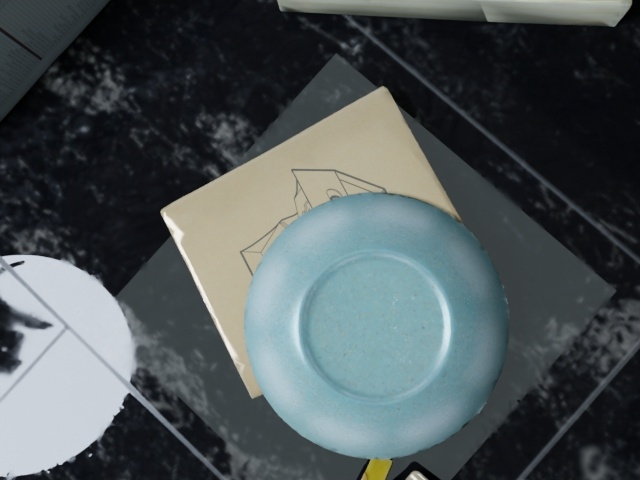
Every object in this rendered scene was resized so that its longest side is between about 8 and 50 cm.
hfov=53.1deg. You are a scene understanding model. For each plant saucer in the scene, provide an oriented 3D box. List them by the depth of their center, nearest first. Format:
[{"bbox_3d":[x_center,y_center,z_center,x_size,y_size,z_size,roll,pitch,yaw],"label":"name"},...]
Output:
[{"bbox_3d":[0.039,0.059,0.452,0.194,0.037,0.195,0,85,4],"label":"plant saucer"}]

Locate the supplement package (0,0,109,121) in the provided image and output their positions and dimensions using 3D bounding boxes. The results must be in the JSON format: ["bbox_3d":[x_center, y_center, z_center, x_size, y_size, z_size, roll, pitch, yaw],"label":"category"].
[{"bbox_3d":[-0.265,-0.201,0.470,0.134,0.139,0.244,41,88,5],"label":"supplement package"}]

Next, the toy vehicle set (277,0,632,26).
[{"bbox_3d":[0.103,-0.259,0.499,0.266,0.035,0.166,4,85,5],"label":"toy vehicle set"}]

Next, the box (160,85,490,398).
[{"bbox_3d":[0.000,0.000,0.490,0.201,0.021,0.165,-28,83,2],"label":"box"}]

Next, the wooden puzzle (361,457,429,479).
[{"bbox_3d":[0.067,0.207,0.442,0.116,0.014,0.079,31,69,23],"label":"wooden puzzle"}]
